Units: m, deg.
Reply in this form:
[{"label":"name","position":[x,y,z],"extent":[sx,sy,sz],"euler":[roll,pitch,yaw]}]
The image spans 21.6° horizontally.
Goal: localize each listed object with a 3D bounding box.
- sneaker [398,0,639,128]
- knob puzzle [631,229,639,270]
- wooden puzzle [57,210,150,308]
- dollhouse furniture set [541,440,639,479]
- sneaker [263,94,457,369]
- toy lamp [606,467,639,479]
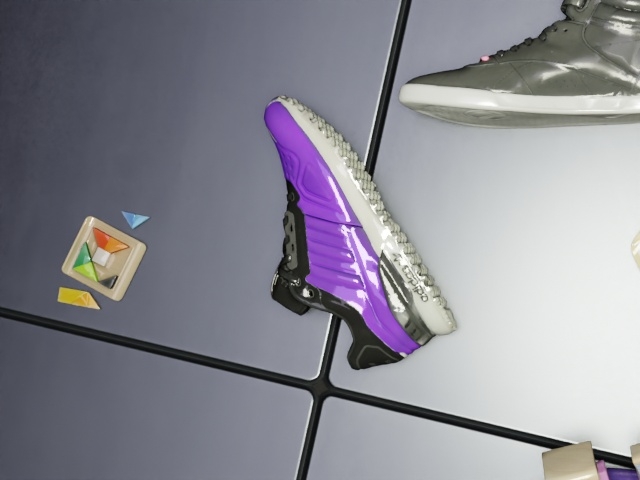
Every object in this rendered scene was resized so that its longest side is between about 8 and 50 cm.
[{"label":"sneaker","position":[0.223,-0.189,1.629],"extent":[0.296,0.104,0.147],"euler":[-1,86,5]},{"label":"knob puzzle","position":[0.398,0.014,1.619],"extent":[0.213,0.030,0.213],"euler":[0,88,11]},{"label":"wooden puzzle","position":[-0.227,0.020,1.751],"extent":[0.078,0.014,0.116],"euler":[20,91,11]},{"label":"dollhouse furniture set","position":[0.382,0.313,1.475],"extent":[0.303,0.198,0.286],"euler":[-16,109,9]},{"label":"sneaker","position":[0.000,0.000,1.661],"extent":[0.146,0.102,0.293],"euler":[-34,82,9]},{"label":"toy lamp","position":[0.207,0.268,1.623],"extent":[0.275,0.080,0.080],"euler":[-9,86,10]}]
